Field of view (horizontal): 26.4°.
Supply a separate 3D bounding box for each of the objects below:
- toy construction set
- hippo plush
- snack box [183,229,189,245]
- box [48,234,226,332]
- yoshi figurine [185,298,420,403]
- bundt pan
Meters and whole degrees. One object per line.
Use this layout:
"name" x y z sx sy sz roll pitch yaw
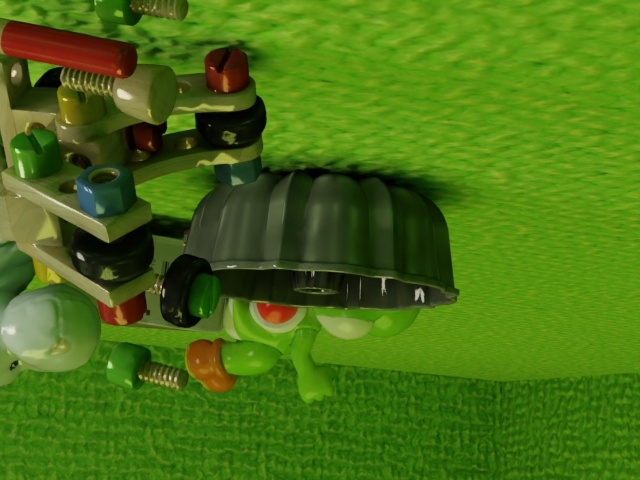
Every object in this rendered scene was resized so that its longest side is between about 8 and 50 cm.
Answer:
"toy construction set" -0.198 -0.080 1.024 0.237 0.257 0.309 14 153 18
"hippo plush" -0.349 0.033 1.447 0.294 0.237 0.234 -6 164 -5
"snack box" -0.093 0.010 1.806 0.178 0.022 0.064 13 167 -43
"box" -0.267 0.062 1.958 0.148 0.121 0.311 10 173 -33
"yoshi figurine" -0.005 0.108 1.954 0.362 0.204 0.203 -16 -160 25
"bundt pan" 0.000 0.000 1.576 0.330 0.124 0.331 4 170 1
